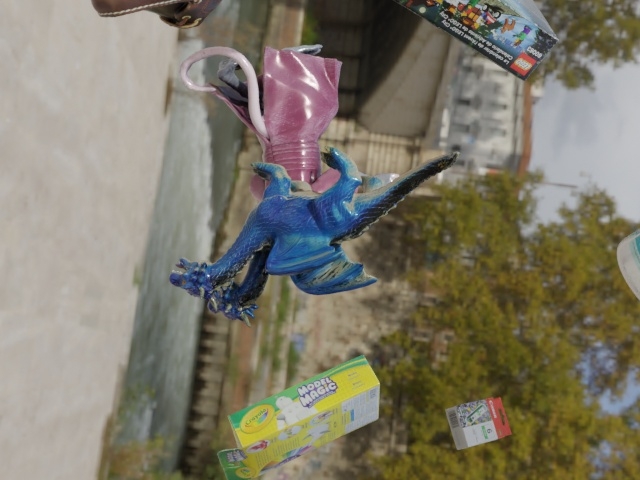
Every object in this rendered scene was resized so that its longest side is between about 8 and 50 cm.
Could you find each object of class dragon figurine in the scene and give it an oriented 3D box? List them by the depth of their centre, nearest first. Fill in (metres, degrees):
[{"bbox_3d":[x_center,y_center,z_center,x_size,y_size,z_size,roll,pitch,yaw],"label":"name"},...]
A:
[{"bbox_3d":[0.000,0.000,0.869,0.085,0.289,0.143,35,55,-55],"label":"dragon figurine"}]

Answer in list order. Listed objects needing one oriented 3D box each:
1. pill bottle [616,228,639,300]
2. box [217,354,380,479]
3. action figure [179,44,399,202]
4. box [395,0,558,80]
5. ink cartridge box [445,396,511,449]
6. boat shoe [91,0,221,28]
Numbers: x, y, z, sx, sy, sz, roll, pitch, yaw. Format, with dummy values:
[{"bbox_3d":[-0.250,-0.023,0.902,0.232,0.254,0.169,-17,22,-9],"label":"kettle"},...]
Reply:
[{"bbox_3d":[0.599,-0.002,1.477,0.264,0.146,0.146,-39,-150,34],"label":"pill bottle"},{"bbox_3d":[-0.026,0.193,1.023,0.043,0.179,0.105,58,-15,29],"label":"box"},{"bbox_3d":[-0.043,-0.145,1.613,0.276,0.248,0.369,0,78,-56],"label":"action figure"},{"bbox_3d":[0.098,-0.238,0.815,0.044,0.159,0.233,-51,-155,27],"label":"box"},{"bbox_3d":[0.246,0.271,1.453,0.029,0.115,0.062,-34,-114,52],"label":"ink cartridge box"},{"bbox_3d":[-0.110,-0.217,0.822,0.207,0.073,0.073,-36,131,-44],"label":"boat shoe"}]
